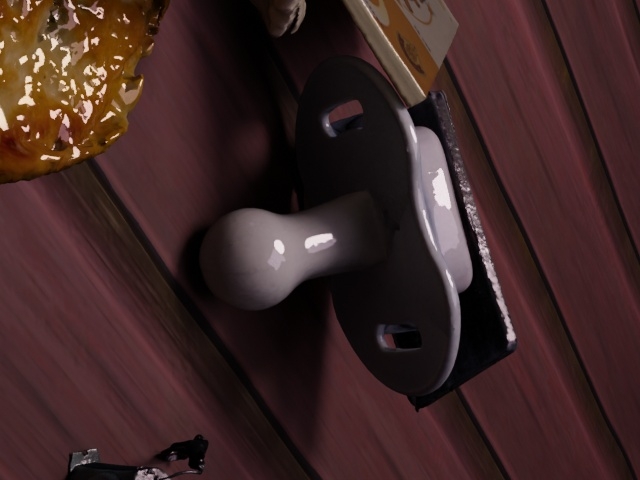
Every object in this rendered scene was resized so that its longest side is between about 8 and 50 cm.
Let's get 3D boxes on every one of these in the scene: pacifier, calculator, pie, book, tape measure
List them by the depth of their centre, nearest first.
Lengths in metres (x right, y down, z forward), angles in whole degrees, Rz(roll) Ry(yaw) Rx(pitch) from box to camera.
[{"bbox_3d":[-0.211,-0.183,1.171,0.315,0.092,0.315,-4,95,-59],"label":"pie"},{"bbox_3d":[-0.113,0.206,1.384,0.180,0.104,0.107,-8,95,-62],"label":"tape measure"},{"bbox_3d":[0.000,0.000,1.545,0.233,0.244,0.299,-14,90,-30],"label":"pacifier"},{"bbox_3d":[0.046,-0.238,1.576,0.208,0.020,0.295,56,18,-10],"label":"book"},{"bbox_3d":[0.096,0.010,1.644,0.021,0.161,0.261,-2,68,-34],"label":"calculator"}]

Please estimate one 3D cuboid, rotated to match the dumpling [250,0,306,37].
[{"bbox_3d":[-0.051,-0.334,1.267,0.315,0.233,0.395,-124,-148,-74],"label":"dumpling"}]
